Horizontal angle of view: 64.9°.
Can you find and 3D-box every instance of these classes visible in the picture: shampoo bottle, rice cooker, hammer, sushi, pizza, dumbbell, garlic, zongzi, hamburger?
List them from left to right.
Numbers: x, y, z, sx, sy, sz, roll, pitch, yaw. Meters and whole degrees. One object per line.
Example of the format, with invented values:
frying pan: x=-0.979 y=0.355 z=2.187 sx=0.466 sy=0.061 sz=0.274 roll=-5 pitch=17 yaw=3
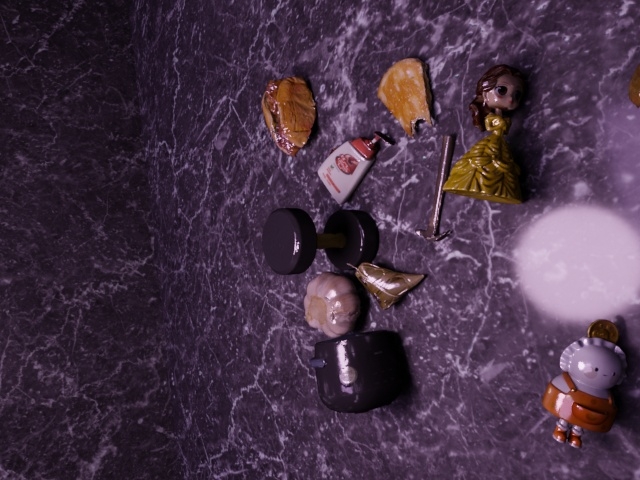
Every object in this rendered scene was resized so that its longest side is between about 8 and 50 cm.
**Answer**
hamburger: x=-0.116 y=-0.471 z=1.839 sx=0.155 sy=0.245 sz=0.282 roll=-28 pitch=26 yaw=54
dumbbell: x=0.000 y=0.000 z=1.578 sx=0.204 sy=0.323 sz=0.203 roll=3 pitch=93 yaw=51
garlic: x=0.045 y=0.208 z=1.667 sx=0.228 sy=0.152 sz=0.227 roll=1 pitch=91 yaw=50
sushi: x=0.049 y=-0.288 z=1.725 sx=0.050 sy=0.047 sz=0.099 roll=53 pitch=129 yaw=40
shampoo bottle: x=0.115 y=-0.255 z=1.618 sx=0.284 sy=0.071 sz=0.153 roll=-42 pitch=77 yaw=42
rice cooker: x=0.109 y=0.395 z=1.524 sx=0.267 sy=0.267 sz=0.224 roll=-21 pitch=79 yaw=50
zongzi: x=0.197 y=0.090 z=1.509 sx=0.189 sy=0.081 sz=0.178 roll=51 pitch=125 yaw=13
pizza: x=0.262 y=-0.417 z=1.460 sx=0.181 sy=0.034 sz=0.261 roll=-49 pitch=55 yaw=41
hammer: x=0.330 y=-0.142 z=1.395 sx=0.125 sy=0.027 sz=0.296 roll=20 pitch=107 yaw=50

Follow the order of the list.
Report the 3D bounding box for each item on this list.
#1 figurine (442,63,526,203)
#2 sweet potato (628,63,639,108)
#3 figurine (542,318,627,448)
figurine: x=0.410 y=-0.258 z=1.190 sx=0.188 sy=0.168 sz=0.314 roll=10 pitch=92 yaw=8
sweet potato: x=0.654 y=-0.367 z=0.951 sx=0.081 sy=0.062 sz=0.232 roll=29 pitch=111 yaw=49
figurine: x=0.558 y=0.299 z=1.058 sx=0.143 sy=0.143 sz=0.271 roll=6 pitch=76 yaw=51
